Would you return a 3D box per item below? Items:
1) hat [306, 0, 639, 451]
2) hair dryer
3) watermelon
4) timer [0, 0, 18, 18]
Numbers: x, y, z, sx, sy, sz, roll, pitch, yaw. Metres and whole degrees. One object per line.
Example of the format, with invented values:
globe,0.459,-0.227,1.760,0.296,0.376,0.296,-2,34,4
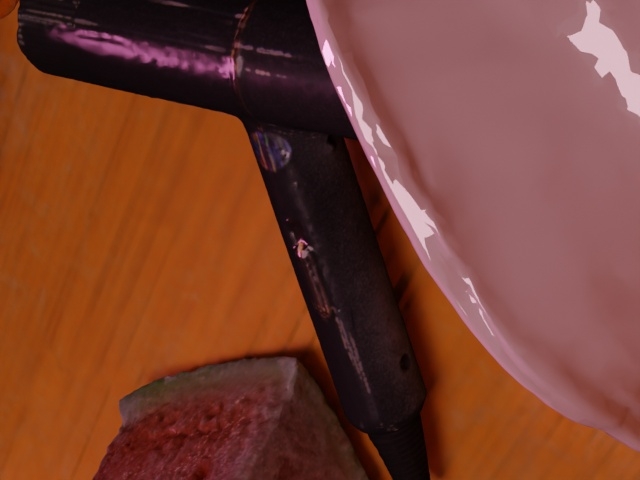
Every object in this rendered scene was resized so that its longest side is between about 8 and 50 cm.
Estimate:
hat,0.095,-0.059,0.469,0.126,0.203,0.203,-30,97,29
hair dryer,-0.011,0.001,0.664,0.173,0.050,0.194,16,129,33
watermelon,-0.050,0.099,0.700,0.098,0.158,0.121,-34,67,45
timer,-0.121,-0.193,0.548,0.234,0.240,0.233,18,155,9
